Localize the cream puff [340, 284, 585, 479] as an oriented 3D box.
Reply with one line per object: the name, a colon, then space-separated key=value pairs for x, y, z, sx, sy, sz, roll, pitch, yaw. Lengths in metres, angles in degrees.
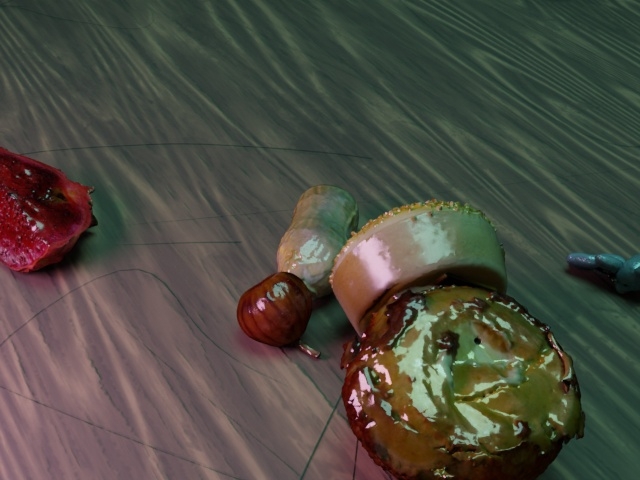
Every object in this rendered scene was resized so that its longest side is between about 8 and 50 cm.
cream puff: x=0.189 y=0.218 z=1.553 sx=0.350 sy=0.228 sz=0.350 roll=6 pitch=56 yaw=-9

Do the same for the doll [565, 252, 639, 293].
doll: x=0.544 y=0.061 z=2.012 sx=0.180 sy=0.075 sz=0.120 roll=1 pitch=-4 yaw=29

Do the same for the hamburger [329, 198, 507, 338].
hamburger: x=0.158 y=0.052 z=1.757 sx=0.302 sy=0.302 sz=0.170 roll=-5 pitch=52 yaw=-17

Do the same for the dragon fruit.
dragon fruit: x=-0.493 y=-0.040 z=1.939 sx=0.211 sy=0.134 sz=0.262 roll=-10 pitch=50 yaw=-43

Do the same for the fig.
fig: x=-0.060 y=0.114 z=1.775 sx=0.150 sy=0.128 sz=0.128 roll=20 pitch=30 yaw=-16

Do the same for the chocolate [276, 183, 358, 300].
chocolate: x=0.000 y=0.000 z=1.947 sx=0.134 sy=0.134 sz=0.309 roll=12 pitch=32 yaw=8
